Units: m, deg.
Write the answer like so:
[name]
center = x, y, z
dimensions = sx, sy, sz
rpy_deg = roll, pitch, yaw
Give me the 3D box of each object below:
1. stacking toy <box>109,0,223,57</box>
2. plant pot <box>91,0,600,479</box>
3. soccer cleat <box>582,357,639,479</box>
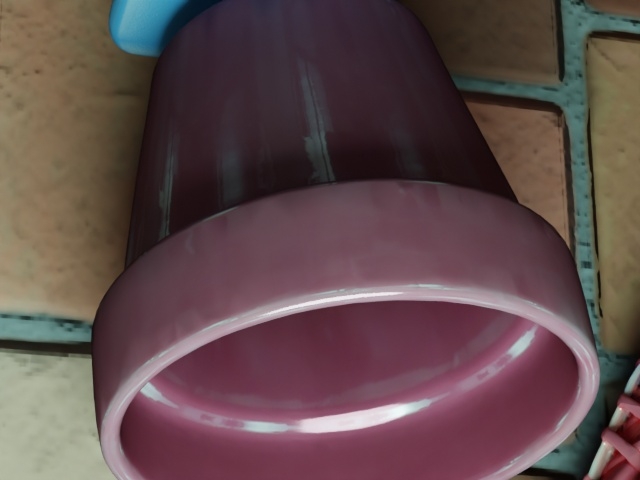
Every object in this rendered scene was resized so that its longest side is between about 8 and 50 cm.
[stacking toy]
center = -0.067, -0.249, 0.897
dimensions = 0.175, 0.166, 0.302
rpy_deg = -16, 62, -33
[plant pot]
center = 0.000, 0.000, 0.799
dimensions = 0.201, 0.201, 0.180
rpy_deg = 2, 55, -18
[soccer cleat]
center = 0.157, 0.127, 0.845
dimensions = 0.116, 0.108, 0.318
rpy_deg = 12, 70, -10
